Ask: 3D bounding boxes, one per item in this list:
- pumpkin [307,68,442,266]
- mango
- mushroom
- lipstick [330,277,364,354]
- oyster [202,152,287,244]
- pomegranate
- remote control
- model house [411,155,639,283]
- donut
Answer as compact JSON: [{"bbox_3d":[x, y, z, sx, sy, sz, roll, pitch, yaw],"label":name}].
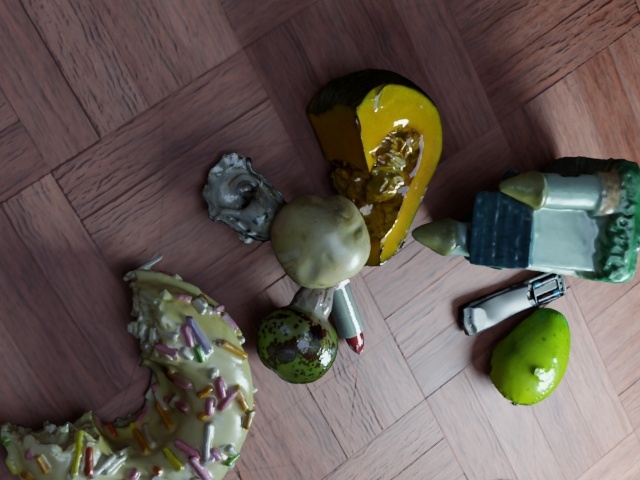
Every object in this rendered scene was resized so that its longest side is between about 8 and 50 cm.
[{"bbox_3d":[0.062,-0.119,1.884,0.190,0.139,0.281,28,84,-33],"label":"pumpkin"},{"bbox_3d":[0.361,0.195,2.131,0.119,0.100,0.178,40,74,-26],"label":"mango"},{"bbox_3d":[0.000,0.000,1.843,0.148,0.112,0.148,2,99,12],"label":"mushroom"},{"bbox_3d":[0.031,0.098,1.965,0.063,0.057,0.186,-30,118,-22],"label":"lipstick"},{"bbox_3d":[-0.106,-0.046,1.861,0.165,0.053,0.108,41,62,-21],"label":"oyster"},{"bbox_3d":[-0.036,0.133,1.895,0.138,0.125,0.163,25,61,-70],"label":"pomegranate"},{"bbox_3d":[0.325,0.101,2.131,0.212,0.028,0.059,-21,111,-23],"label":"remote control"},{"bbox_3d":[0.297,-0.041,1.973,0.324,0.267,0.194,2,94,-17],"label":"model house"},{"bbox_3d":[-0.242,0.247,1.794,0.307,0.150,0.371,44,78,-28],"label":"donut"}]
